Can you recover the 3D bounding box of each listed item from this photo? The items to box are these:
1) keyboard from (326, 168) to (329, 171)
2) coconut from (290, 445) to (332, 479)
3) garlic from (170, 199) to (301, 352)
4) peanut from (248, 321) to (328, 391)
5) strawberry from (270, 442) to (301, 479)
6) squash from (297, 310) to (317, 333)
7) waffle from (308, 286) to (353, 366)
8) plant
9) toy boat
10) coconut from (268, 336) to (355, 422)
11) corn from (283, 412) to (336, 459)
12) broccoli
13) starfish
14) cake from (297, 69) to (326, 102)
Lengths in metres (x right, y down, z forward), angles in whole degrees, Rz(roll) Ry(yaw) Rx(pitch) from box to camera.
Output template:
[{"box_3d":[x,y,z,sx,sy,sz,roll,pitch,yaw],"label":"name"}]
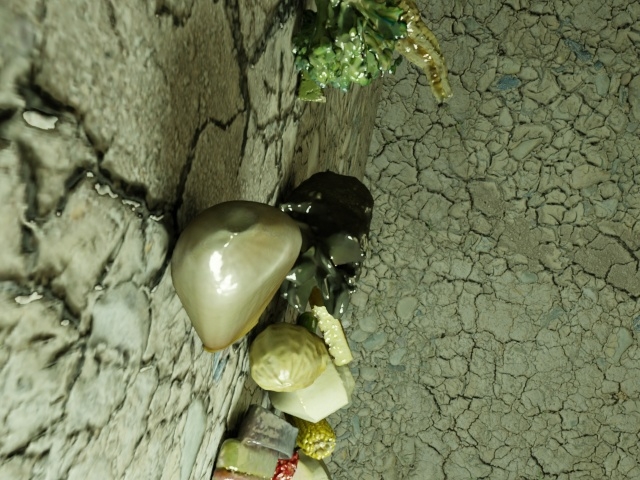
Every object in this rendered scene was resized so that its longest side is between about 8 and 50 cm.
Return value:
[{"box_3d":[0.023,-0.159,1.409,0.198,0.010,0.063,77,28,-71],"label":"keyboard"},{"box_3d":[-0.071,0.747,1.334,0.241,0.241,0.241,12,90,-82],"label":"coconut"},{"box_3d":[-0.099,0.043,0.513,0.143,0.112,0.318,-45,161,-31],"label":"garlic"},{"box_3d":[-0.061,0.246,0.935,0.305,0.147,0.146,60,42,-78],"label":"peanut"},{"box_3d":[-0.139,0.606,1.123,0.174,0.098,0.228,139,-25,-79],"label":"strawberry"},{"box_3d":[-0.053,0.330,1.406,0.066,0.066,0.228,-58,160,-67],"label":"squash"},{"box_3d":[0.007,0.152,1.067,0.221,0.055,0.247,-110,180,-48],"label":"waffle"},{"box_3d":[0.000,0.000,0.874,0.198,0.189,0.276,97,7,-48],"label":"plant"},{"box_3d":[-0.141,0.465,0.874,0.293,0.111,0.275,-57,152,-43],"label":"toy boat"},{"box_3d":[-0.030,0.367,1.148,0.202,0.222,0.202,157,-90,-81],"label":"coconut"},{"box_3d":[-0.044,0.508,1.236,0.310,0.102,0.101,19,-81,65],"label":"corn"},{"box_3d":[0.007,-0.336,0.629,0.275,0.177,0.198,44,66,-56],"label":"broccoli"},{"box_3d":[0.110,-0.398,0.762,0.082,0.324,0.432,-50,156,-22],"label":"starfish"},{"box_3d":[-0.023,-0.322,0.811,0.051,0.055,0.139,-45,128,-73],"label":"cake"}]
